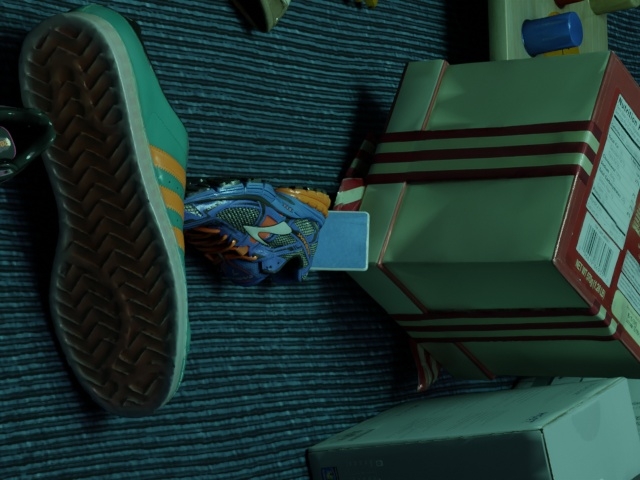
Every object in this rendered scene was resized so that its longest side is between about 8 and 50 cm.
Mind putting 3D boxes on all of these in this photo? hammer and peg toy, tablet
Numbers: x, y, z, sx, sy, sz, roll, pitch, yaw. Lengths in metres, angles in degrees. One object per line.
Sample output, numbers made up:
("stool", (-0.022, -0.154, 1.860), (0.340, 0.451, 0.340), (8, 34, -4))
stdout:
("hammer and peg toy", (0.239, -0.247, 2.017), (0.266, 0.127, 0.361), (16, 69, -56))
("tablet", (0.000, 0.000, 1.643), (0.006, 0.083, 0.054), (82, 10, -72))

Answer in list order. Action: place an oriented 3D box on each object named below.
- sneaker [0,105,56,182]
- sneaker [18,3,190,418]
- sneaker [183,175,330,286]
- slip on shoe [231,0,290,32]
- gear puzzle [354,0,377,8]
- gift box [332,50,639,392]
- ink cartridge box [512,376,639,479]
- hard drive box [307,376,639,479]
("sneaker", (-0.247, -0.058, 1.278), (0.178, 0.077, 0.072), (-42, 116, -53))
("sneaker", (-0.138, -0.025, 1.407), (0.121, 0.108, 0.302), (-33, 118, -67))
("sneaker", (-0.064, -0.006, 1.546), (0.221, 0.083, 0.087), (7, 85, -53))
("slip on shoe", (-0.072, -0.231, 1.622), (0.135, 0.051, 0.041), (51, 54, -46))
("gear puzzle", (0.088, -0.348, 1.897), (0.175, 0.044, 0.339), (63, 37, -25))
("gift box", (0.166, -0.007, 1.734), (0.255, 0.258, 0.276), (49, 53, -40))
("ink cartridge box", (0.297, 0.189, 1.926), (0.289, 0.211, 0.121), (-47, 119, -52))
("hard drive box", (0.136, 0.191, 1.657), (0.181, 0.232, 0.089), (-19, 97, -56))
